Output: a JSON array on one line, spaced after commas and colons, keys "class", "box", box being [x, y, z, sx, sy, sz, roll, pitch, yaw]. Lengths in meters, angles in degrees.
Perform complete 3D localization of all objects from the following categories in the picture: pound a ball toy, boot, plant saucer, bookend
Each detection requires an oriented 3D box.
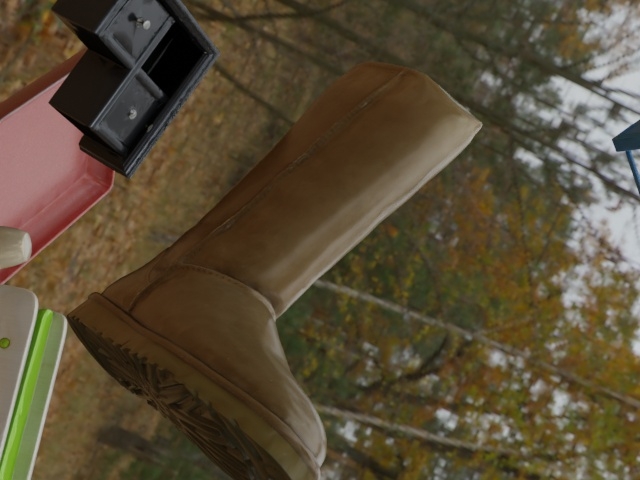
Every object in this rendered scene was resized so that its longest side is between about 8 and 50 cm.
[{"class": "pound a ball toy", "box": [-0.388, 0.155, 1.055, 0.208, 0.136, 0.319, 83, 16, -73]}, {"class": "boot", "box": [0.000, 0.000, 0.581, 0.269, 0.236, 0.089, -42, 130, -20]}, {"class": "plant saucer", "box": [-0.338, -0.107, 1.210, 0.259, 0.048, 0.258, -53, 165, -48]}, {"class": "bookend", "box": [-0.191, -0.166, 0.897, 0.156, 0.072, 0.157, -55, 152, -9]}]

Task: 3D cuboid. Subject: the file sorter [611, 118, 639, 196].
[{"class": "file sorter", "box": [0.327, -0.069, 0.723, 0.170, 0.104, 0.118, -32, -164, -33]}]
